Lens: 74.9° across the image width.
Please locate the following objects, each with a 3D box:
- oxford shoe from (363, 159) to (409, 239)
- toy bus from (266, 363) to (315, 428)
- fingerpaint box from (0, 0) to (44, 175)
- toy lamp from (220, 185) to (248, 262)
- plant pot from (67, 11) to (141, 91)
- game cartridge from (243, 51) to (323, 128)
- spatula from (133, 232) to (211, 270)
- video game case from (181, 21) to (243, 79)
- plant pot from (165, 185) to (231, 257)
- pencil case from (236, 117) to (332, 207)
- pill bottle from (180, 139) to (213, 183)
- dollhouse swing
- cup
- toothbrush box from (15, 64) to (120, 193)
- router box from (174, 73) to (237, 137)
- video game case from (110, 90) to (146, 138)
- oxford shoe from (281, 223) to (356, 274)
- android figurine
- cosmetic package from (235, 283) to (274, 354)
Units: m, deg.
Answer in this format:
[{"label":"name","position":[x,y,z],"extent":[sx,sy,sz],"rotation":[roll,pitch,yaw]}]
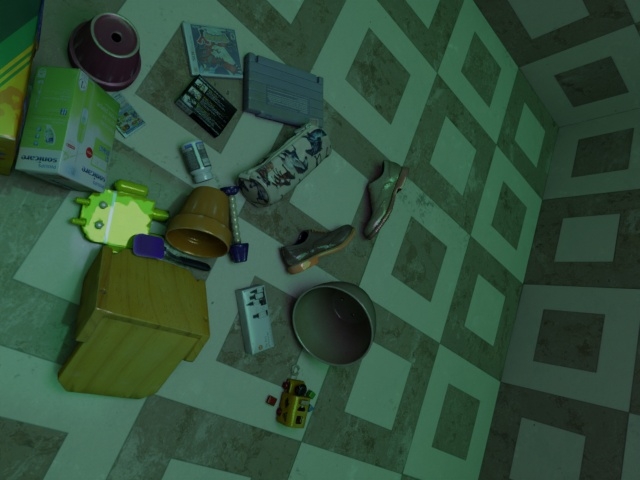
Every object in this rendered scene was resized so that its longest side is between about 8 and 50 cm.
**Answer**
[{"label":"oxford shoe","position":[0.273,-0.191,1.950],"extent":[0.147,0.140,0.396],"rotation":[26,75,-1]},{"label":"toy bus","position":[-0.091,0.622,1.620],"extent":[0.191,0.104,0.202],"rotation":[-34,108,-34]},{"label":"fingerpaint box","position":[-0.759,-0.374,0.955],"extent":[0.163,0.445,0.370],"rotation":[11,80,-37]},{"label":"toy lamp","position":[-0.308,-0.057,1.509],"extent":[0.080,0.080,0.274],"rotation":[-11,95,-37]},{"label":"plant pot","position":[-0.623,-0.569,1.234],"extent":[0.201,0.180,0.201],"rotation":[3,85,-37]},{"label":"game cartridge","position":[-0.142,-0.585,1.677],"extent":[0.355,0.068,0.230],"rotation":[4,89,-37]},{"label":"spatula","position":[-0.473,0.051,1.366],"extent":[0.296,0.030,0.084],"rotation":[32,36,-51]},{"label":"video game case","position":[-0.389,-0.683,1.515],"extent":[0.201,0.023,0.183],"rotation":[-13,96,-37]},{"label":"plant pot","position":[-0.387,-0.070,1.391],"extent":[0.205,0.205,0.187],"rotation":[27,56,-33]},{"label":"pencil case","position":[-0.135,-0.294,1.598],"extent":[0.410,0.160,0.183],"rotation":[-46,133,-29]},{"label":"pill bottle","position":[-0.421,-0.269,1.434],"extent":[0.078,0.078,0.137],"rotation":[-25,103,-35]},{"label":"dollhouse swing","position":[-0.575,0.261,1.280],"extent":[0.347,0.305,0.315],"rotation":[27,33,-40]},{"label":"cup","position":[0.087,0.295,1.673],"extent":[0.237,0.331,0.331],"rotation":[-33,109,-61]},{"label":"toothbrush box","position":[-0.679,-0.294,1.147],"extent":[0.122,0.206,0.283],"rotation":[7,82,4]},{"label":"router box","position":[-0.401,-0.474,1.480],"extent":[0.179,0.046,0.133],"rotation":[41,64,-28]},{"label":"video game case","position":[-0.629,-0.398,1.326],"extent":[0.087,0.011,0.122],"rotation":[-49,115,-29]},{"label":"oxford shoe","position":[0.000,0.000,1.712],"extent":[0.364,0.130,0.132],"rotation":[-31,100,-34]},{"label":"android figurine","position":[-0.615,-0.064,1.293],"extent":[0.273,0.056,0.248],"rotation":[16,78,-37]},{"label":"cosmetic package","position":[-0.243,0.290,1.551],"extent":[0.099,0.060,0.238],"rotation":[-12,95,-36]}]
